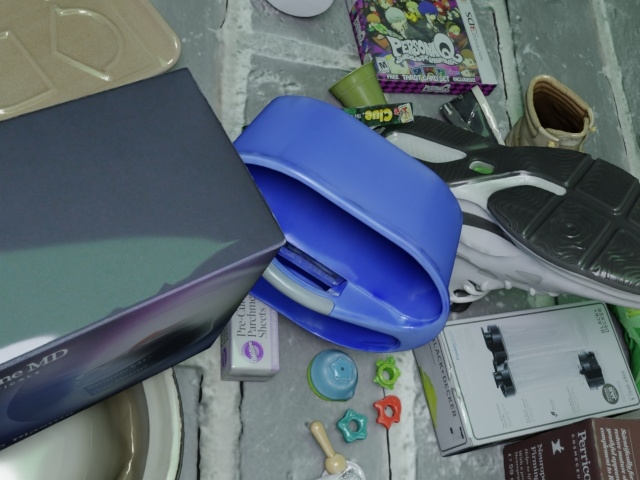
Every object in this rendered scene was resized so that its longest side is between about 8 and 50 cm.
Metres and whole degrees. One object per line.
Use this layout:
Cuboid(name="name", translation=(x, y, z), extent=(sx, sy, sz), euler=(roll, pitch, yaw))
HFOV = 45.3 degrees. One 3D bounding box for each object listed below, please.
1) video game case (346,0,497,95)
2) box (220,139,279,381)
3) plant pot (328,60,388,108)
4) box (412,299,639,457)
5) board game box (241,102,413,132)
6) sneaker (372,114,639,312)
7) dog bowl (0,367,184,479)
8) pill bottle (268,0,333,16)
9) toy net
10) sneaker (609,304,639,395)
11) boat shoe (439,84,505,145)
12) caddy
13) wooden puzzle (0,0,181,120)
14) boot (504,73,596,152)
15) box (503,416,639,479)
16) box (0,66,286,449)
Cuboid(name="video game case", translation=(0.169, -0.344, 1.301), extent=(0.232, 0.042, 0.210), euler=(-2, 66, -21))
Cuboid(name="box", translation=(-0.097, 0.022, 1.016), extent=(0.067, 0.063, 0.324), euler=(6, 64, -19))
Cuboid(name="plant pot", translation=(0.067, -0.222, 1.190), extent=(0.083, 0.083, 0.079), euler=(-32, 92, -30))
Cuboid(name="box", translation=(0.286, 0.186, 1.070), extent=(0.289, 0.087, 0.169), euler=(-6, 69, -24))
Cuboid(name="board game box", translation=(0.000, -0.157, 1.034), extent=(0.136, 0.259, 0.030), euler=(-13, 99, -24))
Cuboid(name="sneaker", translation=(0.257, 0.013, 1.011), extent=(0.447, 0.258, 0.169), euler=(27, 57, 32))
Cuboid(name="dog bowl", translation=(-0.352, 0.211, 0.781), extent=(0.407, 0.150, 0.408), euler=(8, 64, -16))
Cuboid(name="pill bottle", translation=(-0.009, -0.501, 1.243), extent=(0.153, 0.153, 0.265), euler=(21, 60, -11))
Cuboid(name="toy net", translation=(0.036, 0.253, 0.972), extent=(0.122, 0.045, 0.232), euler=(16, 63, -16))
Cuboid(name="sneaker", translation=(0.498, 0.115, 1.190), extent=(0.123, 0.109, 0.296), euler=(10, 62, 10))
Cuboid(name="boat shoe", translation=(0.266, -0.129, 1.231), extent=(0.079, 0.084, 0.233), euler=(-24, 81, 11))
Cuboid(name="caddy", translation=(0.000, 0.000, 0.891), extent=(0.341, 0.241, 0.179), euler=(33, 51, -7))
Cuboid(name="wooden puzzle", translation=(-0.417, -0.285, 1.036), extent=(0.347, 0.080, 0.322), euler=(-35, 81, -25))
Cuboid(name="boot", translation=(0.372, -0.104, 1.163), extent=(0.095, 0.203, 0.262), euler=(-20, 71, -3))
Cuboid(name="box", translation=(0.360, 0.327, 0.965), extent=(0.166, 0.203, 0.169), euler=(7, 63, -17))
Cuboid(name="box", translation=(-0.226, 0.041, 0.651), extent=(0.296, 0.294, 0.183), euler=(-25, 76, -28))
